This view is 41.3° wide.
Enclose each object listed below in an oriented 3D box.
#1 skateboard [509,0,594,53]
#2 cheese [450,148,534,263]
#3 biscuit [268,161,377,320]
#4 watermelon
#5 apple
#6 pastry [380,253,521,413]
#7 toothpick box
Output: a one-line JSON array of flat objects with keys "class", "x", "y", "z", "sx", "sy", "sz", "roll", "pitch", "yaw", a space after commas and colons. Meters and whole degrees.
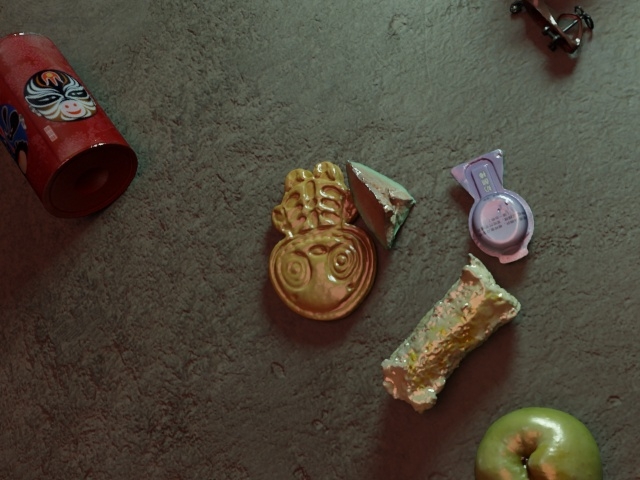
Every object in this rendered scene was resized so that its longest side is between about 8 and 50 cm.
[{"class": "skateboard", "x": 0.391, "y": -0.380, "z": 1.429, "sx": 0.080, "sy": 0.067, "sz": 0.151, "roll": -37, "pitch": 74, "yaw": 0}, {"class": "cheese", "x": 0.289, "y": -0.054, "z": 1.405, "sx": 0.105, "sy": 0.042, "sz": 0.191, "roll": -21, "pitch": 71, "yaw": 15}, {"class": "biscuit", "x": 0.000, "y": 0.000, "z": 1.511, "sx": 0.202, "sy": 0.044, "sz": 0.289, "roll": -7, "pitch": 78, "yaw": 20}, {"class": "watermelon", "x": 0.102, "y": -0.079, "z": 1.464, "sx": 0.101, "sy": 0.080, "sz": 0.155, "roll": -34, "pitch": 59, "yaw": -20}, {"class": "apple", "x": 0.316, "y": 0.337, "z": 1.233, "sx": 0.200, "sy": 0.200, "sz": 0.200, "roll": -4, "pitch": 78, "yaw": 21}, {"class": "pastry", "x": 0.207, "y": 0.158, "z": 1.368, "sx": 0.121, "sy": 0.089, "sz": 0.258, "roll": 40, "pitch": 96, "yaw": 20}, {"class": "toothpick box", "x": -0.532, "y": -0.230, "z": 1.680, "sx": 0.204, "sy": 0.204, "sz": 0.333, "roll": -43, "pitch": 66, "yaw": 9}]
